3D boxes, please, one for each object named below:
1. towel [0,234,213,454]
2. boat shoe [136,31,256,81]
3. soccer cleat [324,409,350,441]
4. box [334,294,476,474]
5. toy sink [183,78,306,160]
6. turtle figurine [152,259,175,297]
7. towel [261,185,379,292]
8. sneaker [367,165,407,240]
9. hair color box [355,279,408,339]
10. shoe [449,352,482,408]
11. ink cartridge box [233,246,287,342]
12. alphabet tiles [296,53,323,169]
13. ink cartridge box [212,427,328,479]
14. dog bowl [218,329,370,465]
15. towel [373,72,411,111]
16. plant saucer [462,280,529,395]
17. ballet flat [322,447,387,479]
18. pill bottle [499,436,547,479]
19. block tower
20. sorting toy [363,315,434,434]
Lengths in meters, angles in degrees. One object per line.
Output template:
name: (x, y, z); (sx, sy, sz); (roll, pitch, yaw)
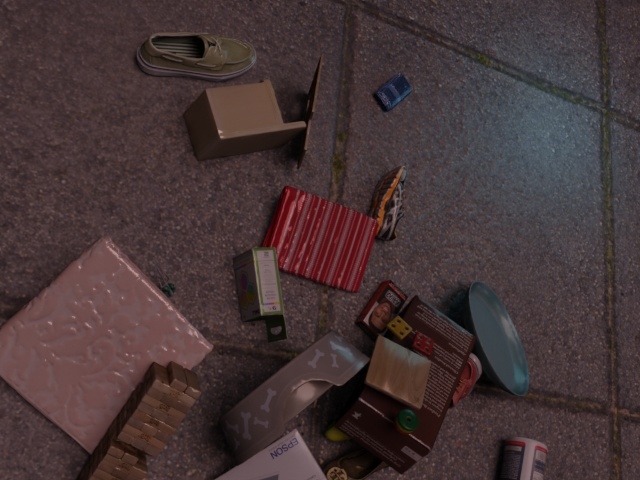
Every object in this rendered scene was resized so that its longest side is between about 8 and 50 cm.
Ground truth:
towel: (-0.427, 0.208, 1.457); (0.332, 0.053, 0.317); (-43, 103, 0)
boat shoe: (-0.279, -0.438, 1.775); (0.302, 0.094, 0.109); (-12, 83, -32)
soccer cleat: (0.143, 0.427, 1.789); (0.289, 0.093, 0.121); (-17, 79, -34)
box: (0.206, 0.323, 1.743); (0.191, 0.143, 0.381); (36, 41, 2)
toy sink: (-0.177, -0.287, 1.762); (0.234, 0.153, 0.131); (-14, 84, -31)
turtle figurine: (-0.357, 0.142, 1.570); (0.234, 0.118, 0.175); (47, 17, 1)
towel: (0.000, 0.000, 1.829); (0.275, 0.031, 0.198); (20, 86, -25)
sneaker: (0.184, -0.095, 1.965); (0.083, 0.084, 0.214); (28, 76, -21)
hair color box: (0.155, 0.174, 1.895); (0.072, 0.043, 0.141); (44, 61, -13)
shoe: (0.351, 0.358, 1.897); (0.081, 0.178, 0.063); (-35, 59, -29)
ink cartridge box: (-0.137, 0.127, 1.700); (0.062, 0.109, 0.209); (-4, 79, -30)
alphabet tiles: (-0.028, -0.302, 1.828); (0.009, 0.198, 0.237); (11, 71, -7)
ink cartridge box: (-0.087, 0.548, 1.574); (0.223, 0.045, 0.224); (-31, 74, -11)
dog bowl: (-0.062, 0.317, 1.569); (0.349, 0.349, 0.102); (-34, 83, -32)
towel: (0.203, -0.411, 2.086); (0.119, 0.029, 0.067); (-43, 101, -31)
plant saucer: (0.455, 0.260, 1.976); (0.317, 0.044, 0.317); (42, 34, -37)
ballet flat: (0.097, 0.514, 1.730); (0.250, 0.058, 0.084); (-8, 49, -43)
pill bottle: (0.523, 0.612, 1.955); (0.108, 0.108, 0.180); (26, 66, -22)
block tower: (-0.358, 0.387, 1.428); (0.091, 0.097, 0.335); (33, 94, -19)
sorting toy: (0.162, 0.284, 1.617); (0.132, 0.046, 0.274); (28, 43, -5)
